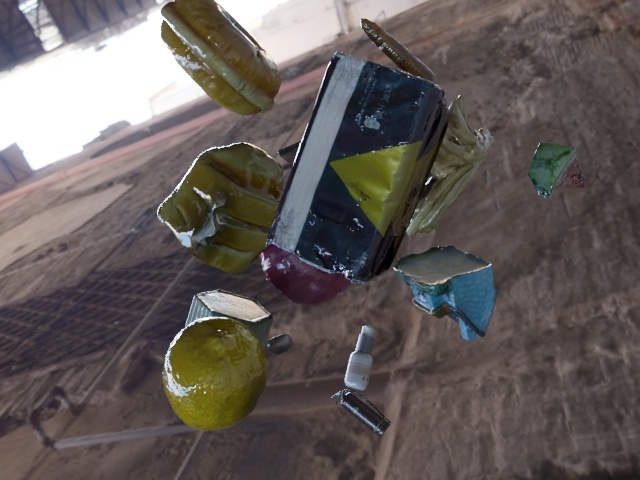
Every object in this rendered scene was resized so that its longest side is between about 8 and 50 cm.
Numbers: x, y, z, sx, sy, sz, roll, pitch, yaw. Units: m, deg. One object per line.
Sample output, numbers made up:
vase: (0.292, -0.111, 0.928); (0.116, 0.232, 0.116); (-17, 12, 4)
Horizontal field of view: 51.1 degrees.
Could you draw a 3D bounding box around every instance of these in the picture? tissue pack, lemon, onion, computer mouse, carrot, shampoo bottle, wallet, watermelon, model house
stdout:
tissue pack: (0.083, -0.138, 1.394); (0.417, 0.253, 0.264); (-68, -15, 5)
lemon: (-0.253, 0.322, 1.604); (0.253, 0.253, 0.310); (-75, -1, -54)
onion: (-0.028, 0.014, 2.071); (0.358, 0.345, 0.358); (54, 178, 3)
computer mouse: (-0.101, 0.268, 1.697); (0.096, 0.066, 0.039); (78, 171, -70)
carrot: (0.236, -0.558, 2.009); (0.314, 0.066, 0.066); (39, -147, -18)
shampoo bottle: (0.127, 0.361, 2.069); (0.074, 0.074, 0.192); (38, -119, -54)
wallet: (-0.001, -0.282, 1.915); (0.119, 0.232, 0.025); (22, -133, -78)
watermelon: (0.575, -0.182, 1.610); (0.098, 0.158, 0.121); (42, 135, 46)
model house: (0.370, 0.169, 2.006); (0.261, 0.226, 0.241); (-145, 38, -65)

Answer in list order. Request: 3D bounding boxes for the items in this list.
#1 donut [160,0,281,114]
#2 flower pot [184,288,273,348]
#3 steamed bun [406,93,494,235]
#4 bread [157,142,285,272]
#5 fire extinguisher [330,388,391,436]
donut: (-0.290, -0.543, 1.952); (0.449, 0.198, 0.449); (43, -169, -11)
flower pot: (-0.270, 0.267, 1.918); (0.209, 0.239, 0.190); (10, -78, -36)
steamed bun: (0.328, -0.219, 1.744); (0.189, 0.247, 0.428); (41, -125, -1)
bread: (-0.236, -0.086, 1.758); (0.300, 0.341, 0.210); (43, -152, -9)
fire extinguisher: (0.102, 0.428, 1.688); (0.158, 0.064, 0.043); (38, -165, 10)
